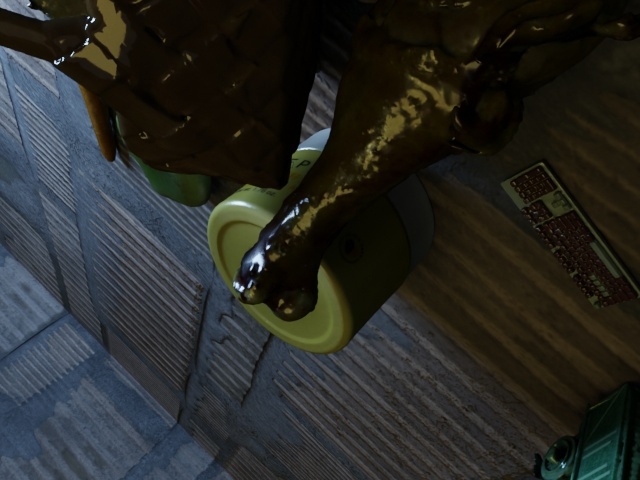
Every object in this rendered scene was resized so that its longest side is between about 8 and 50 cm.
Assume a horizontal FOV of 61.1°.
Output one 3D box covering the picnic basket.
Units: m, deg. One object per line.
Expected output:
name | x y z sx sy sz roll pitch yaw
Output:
picnic basket | -0.155 -0.227 0.467 0.337 0.293 0.337 7 138 6

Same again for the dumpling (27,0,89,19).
dumpling | -0.339 -0.392 0.730 0.166 0.086 0.332 10 141 -4

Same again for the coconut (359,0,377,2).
coconut | 0.055 -0.241 0.454 0.081 0.083 0.082 37 -168 -25

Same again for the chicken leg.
chicken leg | 0.057 -0.104 0.442 0.140 0.211 0.361 41 123 -17

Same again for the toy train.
toy train | 0.295 0.275 0.550 0.115 0.269 0.154 45 130 6

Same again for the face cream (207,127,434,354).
face cream | 0.000 0.000 0.661 0.218 0.179 0.218 29 142 26

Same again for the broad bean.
broad bean | -0.251 -0.146 0.870 0.169 0.100 0.228 17 138 47

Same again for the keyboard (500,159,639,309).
keyboard | 0.245 -0.001 0.536 0.166 0.017 0.055 51 146 -5

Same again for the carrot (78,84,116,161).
carrot | -0.410 -0.237 1.002 0.043 0.043 0.248 35 146 18
